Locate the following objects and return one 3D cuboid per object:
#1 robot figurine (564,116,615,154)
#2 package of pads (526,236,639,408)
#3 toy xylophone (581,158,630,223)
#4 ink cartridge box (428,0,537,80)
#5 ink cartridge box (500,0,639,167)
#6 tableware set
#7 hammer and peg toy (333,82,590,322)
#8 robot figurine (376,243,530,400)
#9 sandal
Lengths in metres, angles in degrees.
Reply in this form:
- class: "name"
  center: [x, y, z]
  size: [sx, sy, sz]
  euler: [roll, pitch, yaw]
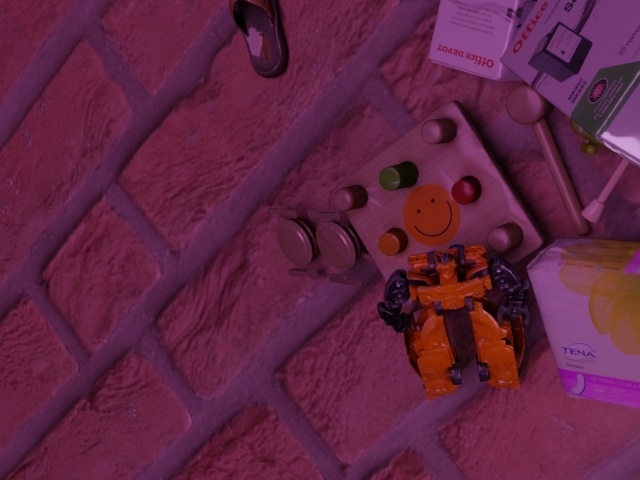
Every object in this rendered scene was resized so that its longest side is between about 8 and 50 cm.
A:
- class: "robot figurine"
  center: [0.397, -0.163, 1.598]
  size: [0.115, 0.067, 0.101]
  euler: [32, 103, 24]
- class: "package of pads"
  center: [0.432, 0.112, 1.525]
  size: [0.296, 0.101, 0.229]
  euler: [3, 122, 45]
- class: "toy xylophone"
  center: [0.504, -0.051, 1.542]
  size: [0.236, 0.081, 0.323]
  euler: [43, 117, 18]
- class: "ink cartridge box"
  center: [0.245, -0.333, 1.639]
  size: [0.139, 0.082, 0.191]
  euler: [26, 112, 41]
- class: "ink cartridge box"
  center: [0.378, -0.244, 1.462]
  size: [0.211, 0.121, 0.289]
  euler: [-58, 28, 15]
- class: "tableware set"
  center: [0.000, 0.000, 1.858]
  size: [0.194, 0.039, 0.128]
  euler: [6, 120, 51]
- class: "hammer and peg toy"
  center: [0.211, -0.060, 1.690]
  size: [0.361, 0.127, 0.266]
  euler: [-36, 79, 30]
- class: "robot figurine"
  center: [0.196, 0.114, 1.644]
  size: [0.211, 0.085, 0.291]
  euler: [-9, 134, 9]
- class: "sandal"
  center: [-0.115, -0.370, 1.879]
  size: [0.090, 0.060, 0.219]
  euler: [-13, 91, 32]
